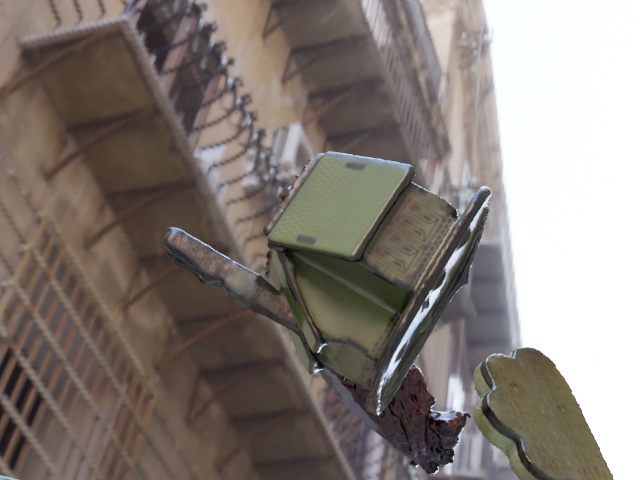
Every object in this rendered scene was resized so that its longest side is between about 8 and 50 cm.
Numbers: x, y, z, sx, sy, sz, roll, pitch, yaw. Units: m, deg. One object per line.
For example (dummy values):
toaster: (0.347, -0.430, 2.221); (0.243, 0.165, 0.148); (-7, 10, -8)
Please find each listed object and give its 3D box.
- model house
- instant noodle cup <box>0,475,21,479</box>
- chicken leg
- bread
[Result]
model house: (0.000, 0.000, 1.299); (0.279, 0.218, 0.205); (30, -23, 11)
instant noodle cup: (-0.462, 0.419, 1.692); (0.296, 0.214, 0.296); (11, -4, 1)
chicken leg: (0.036, 0.111, 1.563); (0.158, 0.096, 0.407); (-11, -68, 53)
bread: (0.303, 0.263, 1.871); (0.207, 0.286, 0.056); (14, -52, -29)
